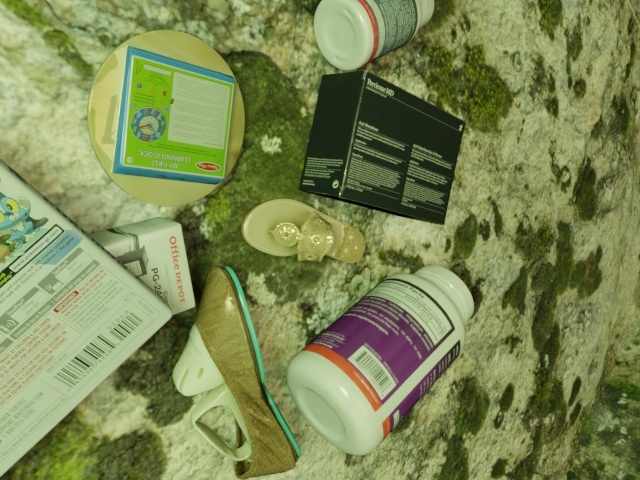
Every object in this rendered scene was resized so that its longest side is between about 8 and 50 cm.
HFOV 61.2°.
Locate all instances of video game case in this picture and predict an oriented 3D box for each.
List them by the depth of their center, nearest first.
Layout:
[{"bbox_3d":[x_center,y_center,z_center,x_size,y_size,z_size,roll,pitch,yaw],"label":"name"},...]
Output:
[{"bbox_3d":[-0.352,0.092,0.482,0.329,0.036,0.300,-43,127,-7],"label":"video game case"}]

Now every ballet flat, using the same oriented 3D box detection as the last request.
[{"bbox_3d":[-0.126,0.202,0.741,0.124,0.116,0.343,-23,119,-16],"label":"ballet flat"}]

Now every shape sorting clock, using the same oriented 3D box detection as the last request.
[{"bbox_3d":[-0.178,-0.144,0.653,0.206,0.040,0.207,-12,107,-44],"label":"shape sorting clock"}]

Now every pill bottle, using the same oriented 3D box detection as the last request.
[{"bbox_3d":[0.087,-0.334,0.812,0.180,0.107,0.108,-35,120,-32],"label":"pill bottle"},{"bbox_3d":[0.110,0.176,0.884,0.322,0.181,0.182,-36,120,-32],"label":"pill bottle"}]

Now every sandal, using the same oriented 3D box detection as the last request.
[{"bbox_3d":[0.001,-0.006,0.817,0.240,0.079,0.088,14,89,-43],"label":"sandal"}]

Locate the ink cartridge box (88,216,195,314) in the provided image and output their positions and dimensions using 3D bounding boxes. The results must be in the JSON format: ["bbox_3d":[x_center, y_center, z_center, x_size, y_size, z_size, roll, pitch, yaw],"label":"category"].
[{"bbox_3d":[-0.230,0.044,0.627,0.150,0.063,0.109,-19,111,-38],"label":"ink cartridge box"}]

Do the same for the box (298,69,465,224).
[{"bbox_3d":[0.108,-0.140,0.874,0.261,0.103,0.185,11,94,-43],"label":"box"}]
